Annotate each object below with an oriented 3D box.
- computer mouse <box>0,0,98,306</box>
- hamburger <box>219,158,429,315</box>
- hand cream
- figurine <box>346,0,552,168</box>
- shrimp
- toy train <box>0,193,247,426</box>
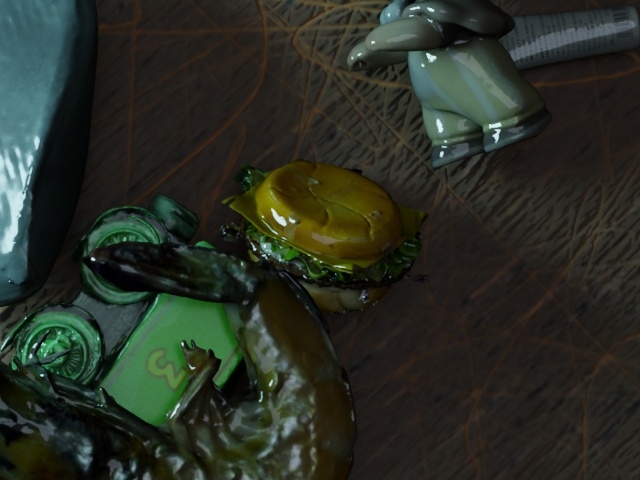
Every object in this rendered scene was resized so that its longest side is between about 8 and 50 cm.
[{"bbox_3d":[-0.289,-0.093,1.534,0.188,0.122,0.371,4,70,17],"label":"computer mouse"},{"bbox_3d":[-0.001,-0.003,1.564,0.189,0.093,0.164,38,37,28],"label":"hamburger"},{"bbox_3d":[0.226,-0.194,1.670,0.194,0.042,0.067,-8,82,-2],"label":"hand cream"},{"bbox_3d":[0.110,-0.262,1.579,0.203,0.248,0.381,-13,90,-14],"label":"figurine"},{"bbox_3d":[-0.164,0.108,1.428,0.445,0.085,0.272,24,80,-17],"label":"shrimp"},{"bbox_3d":[-0.160,0.087,1.532,0.188,0.132,0.243,34,81,-5],"label":"toy train"}]
